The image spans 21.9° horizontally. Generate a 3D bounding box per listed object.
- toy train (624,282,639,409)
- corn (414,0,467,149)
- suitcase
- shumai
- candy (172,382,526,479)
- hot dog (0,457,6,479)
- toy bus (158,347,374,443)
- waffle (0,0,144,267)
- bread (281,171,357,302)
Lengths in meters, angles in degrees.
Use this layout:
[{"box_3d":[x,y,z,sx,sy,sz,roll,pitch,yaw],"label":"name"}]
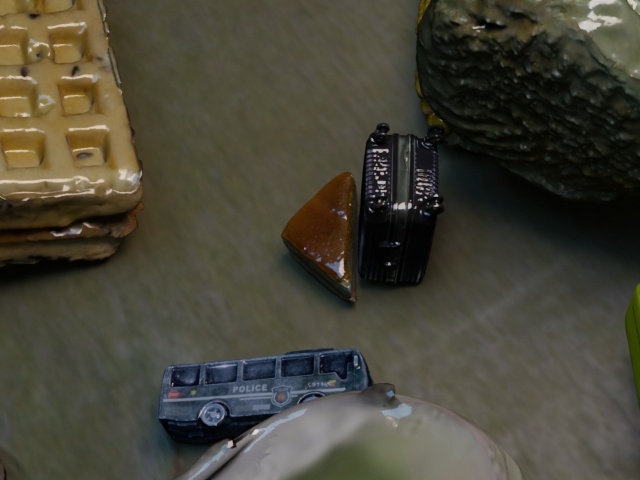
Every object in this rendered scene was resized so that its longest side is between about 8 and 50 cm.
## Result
[{"box_3d":[0.293,0.154,1.016,0.179,0.272,0.442,-3,59,-2],"label":"toy train"},{"box_3d":[0.132,-0.214,1.376,0.101,0.101,0.292,0,58,15],"label":"corn"},{"box_3d":[0.060,-0.025,1.267,0.059,0.126,0.086,4,60,0],"label":"suitcase"},{"box_3d":[0.203,-0.156,1.177,0.225,0.260,0.222,38,66,-6],"label":"shumai"},{"box_3d":[-0.017,0.317,1.054,0.427,0.186,0.386,-31,49,0],"label":"candy"},{"box_3d":[-0.324,0.254,1.238,0.144,0.075,0.268,5,65,14],"label":"hot dog"},{"box_3d":[-0.040,0.120,1.256,0.165,0.047,0.065,-6,56,12],"label":"toy bus"},{"box_3d":[-0.298,-0.157,1.396,0.261,0.114,0.376,-2,55,-16],"label":"waffle"},{"box_3d":[0.000,0.000,1.315,0.062,0.043,0.109,-6,61,9],"label":"bread"}]
